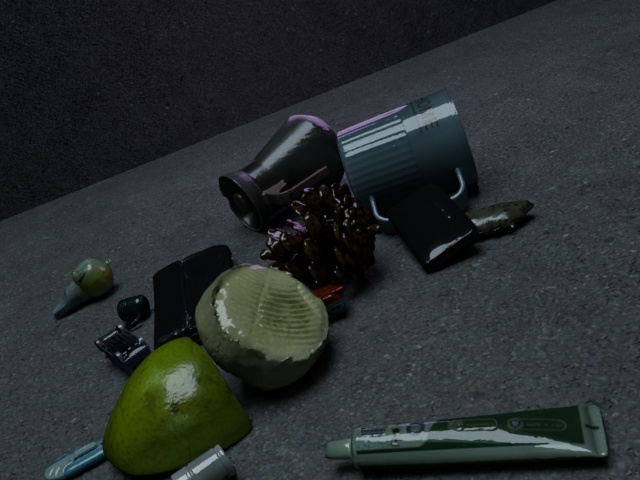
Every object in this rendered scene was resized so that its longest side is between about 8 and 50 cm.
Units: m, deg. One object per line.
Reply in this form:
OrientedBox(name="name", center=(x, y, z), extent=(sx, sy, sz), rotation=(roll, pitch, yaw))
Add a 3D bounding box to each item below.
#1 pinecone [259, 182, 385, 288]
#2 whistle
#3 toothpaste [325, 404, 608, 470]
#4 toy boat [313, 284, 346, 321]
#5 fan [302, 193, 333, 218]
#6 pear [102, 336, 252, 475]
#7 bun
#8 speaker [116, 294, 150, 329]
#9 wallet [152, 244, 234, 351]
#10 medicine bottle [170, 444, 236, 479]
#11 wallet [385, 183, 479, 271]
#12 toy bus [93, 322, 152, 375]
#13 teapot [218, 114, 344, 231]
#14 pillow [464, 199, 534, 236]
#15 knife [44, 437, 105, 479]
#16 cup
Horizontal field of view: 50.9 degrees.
OrientedBox(name="pinecone", center=(0.000, 0.000, 1.510), extent=(0.309, 0.244, 0.244), rotation=(-23, 21, 23))
OrientedBox(name="whistle", center=(-0.678, 0.141, 1.943), extent=(0.223, 0.123, 0.123), rotation=(-49, 29, -9))
OrientedBox(name="toothpaste", center=(0.192, 0.282, 0.946), extent=(0.392, 0.061, 0.098), rotation=(-9, 25, 18))
OrientedBox(name="toy boat", center=(-0.019, 0.147, 1.413), extent=(0.173, 0.058, 0.069), rotation=(-23, 22, 12))
OrientedBox(name="fan", center=(0.013, -0.105, 1.953), extent=(0.155, 0.039, 0.082), rotation=(-25, 23, -13))
OrientedBox(name="pear", center=(-0.295, 0.293, 1.208), extent=(0.239, 0.139, 0.288), rotation=(-35, 33, -20))
OrientedBox(name="bun", center=(-0.118, 0.173, 1.279), extent=(0.260, 0.152, 0.259), rotation=(17, 41, -15))
OrientedBox(name="speaker", center=(-0.476, 0.188, 1.718), extent=(0.076, 0.060, 0.094), rotation=(-16, 59, 11))
OrientedBox(name="wallet", center=(-0.309, 0.134, 1.669), extent=(0.229, 0.062, 0.406), rotation=(-23, 23, -5))
OrientedBox(name="medicine bottle", center=(-0.184, 0.370, 1.063), extent=(0.089, 0.057, 0.057), rotation=(-30, 25, -21))
OrientedBox(name="wallet", center=(0.248, -0.040, 1.521), extent=(0.149, 0.044, 0.250), rotation=(-34, 36, 6))
OrientedBox(name="toy bus", center=(-0.441, 0.250, 1.515), extent=(0.073, 0.076, 0.167), rotation=(-36, 30, -29))
OrientedBox(name="teapot", center=(-0.099, -0.196, 2.008), extent=(0.344, 0.253, 0.300), rotation=(-39, 28, -22))
OrientedBox(name="pillow", center=(0.359, -0.037, 1.507), extent=(0.241, 0.051, 0.093), rotation=(-14, 30, 17))
OrientedBox(name="knife", center=(-0.406, 0.380, 1.254), extent=(0.222, 0.031, 0.064), rotation=(-27, 25, -16))
OrientedBox(name="cup", center=(0.233, -0.189, 1.761), extent=(0.311, 0.331, 0.257), rotation=(-19, -10, 10))
